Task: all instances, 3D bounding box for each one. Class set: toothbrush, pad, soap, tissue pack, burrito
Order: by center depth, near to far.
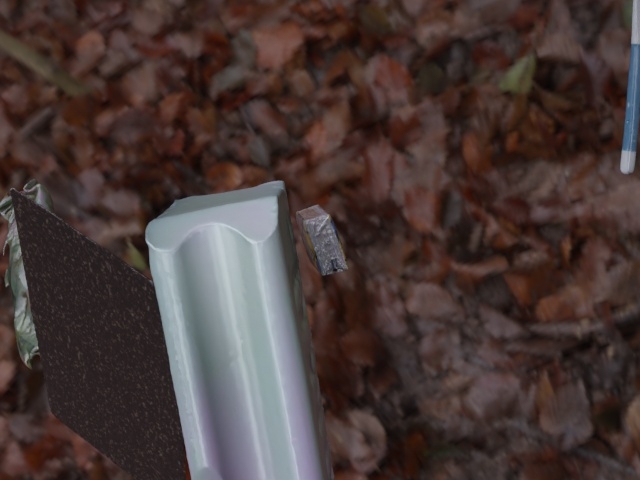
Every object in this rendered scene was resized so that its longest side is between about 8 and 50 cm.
[{"bbox_3d":[-0.059,0.133,1.164,0.115,0.208,0.346,-9,97,3],"label":"soap"},{"bbox_3d":[-0.210,0.117,1.304,0.220,0.330,0.004,31,50,28],"label":"pad"},{"bbox_3d":[0.000,0.000,1.375,0.035,0.063,0.083,-20,9,-5],"label":"tissue pack"},{"bbox_3d":[0.379,-0.215,1.599,0.025,0.275,0.019,-8,16,-28],"label":"toothbrush"},{"bbox_3d":[-0.370,0.053,1.764,0.096,0.066,0.309,-37,53,26],"label":"burrito"}]
